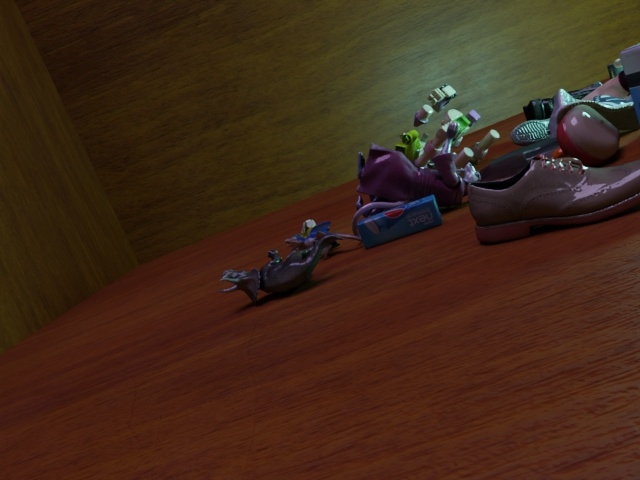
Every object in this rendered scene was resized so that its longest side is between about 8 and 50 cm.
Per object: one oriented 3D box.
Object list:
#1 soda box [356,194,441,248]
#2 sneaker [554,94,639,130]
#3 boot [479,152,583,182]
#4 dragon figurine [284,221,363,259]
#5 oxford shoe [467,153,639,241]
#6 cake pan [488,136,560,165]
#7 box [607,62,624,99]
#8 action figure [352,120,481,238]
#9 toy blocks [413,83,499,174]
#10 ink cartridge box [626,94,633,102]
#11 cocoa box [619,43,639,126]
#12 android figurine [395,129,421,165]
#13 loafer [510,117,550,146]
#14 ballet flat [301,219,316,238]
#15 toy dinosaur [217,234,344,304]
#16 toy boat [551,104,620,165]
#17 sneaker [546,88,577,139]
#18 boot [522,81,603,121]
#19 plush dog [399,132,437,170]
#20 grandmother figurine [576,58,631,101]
[{"bbox_3d":[0.206,-0.048,1.344,0.210,0.071,0.067,-19,10,17],"label":"soda box"},{"bbox_3d":[0.799,-0.374,1.520,0.282,0.099,0.153,-3,24,-7],"label":"sneaker"},{"bbox_3d":[0.478,-0.165,1.205,0.248,0.090,0.207,-25,23,34],"label":"boot"},{"bbox_3d":[0.000,0.000,1.495,0.289,0.085,0.144,-19,10,24],"label":"dragon figurine"},{"bbox_3d":[0.436,-0.098,0.925,0.348,0.130,0.123,-18,11,26],"label":"oxford shoe"},{"bbox_3d":[0.629,-0.241,1.515,0.293,0.054,0.293,-21,10,4],"label":"cake pan"},{"bbox_3d":[1.126,-0.556,1.747,0.232,0.183,0.059,-21,9,11],"label":"box"},{"bbox_3d":[0.280,-0.156,1.422,0.370,0.248,0.276,5,53,14],"label":"action figure"},{"bbox_3d":[0.463,-0.381,1.992,0.288,0.309,0.260,-33,-13,-39],"label":"toy blocks"},{"bbox_3d":[1.009,-0.470,1.519,0.181,0.225,0.056,-24,52,-14],"label":"ink cartridge box"},{"bbox_3d":[1.002,-0.449,1.298,0.347,0.228,0.231,-25,11,-14],"label":"cocoa box"},{"bbox_3d":[0.341,-0.314,2.044,0.056,0.248,0.273,18,28,25],"label":"android figurine"},{"bbox_3d":[0.815,-0.395,1.898,0.251,0.094,0.087,-14,-16,-7],"label":"loafer"},{"bbox_3d":[-0.029,-0.033,1.766,0.077,0.077,0.231,-24,9,-5],"label":"ballet flat"},{"bbox_3d":[-0.077,0.079,1.247,0.313,0.121,0.160,-13,24,22],"label":"toy dinosaur"},{"bbox_3d":[0.660,-0.246,1.318,0.231,0.151,0.151,-34,-15,-53],"label":"toy boat"},{"bbox_3d":[0.797,-0.408,1.712,0.115,0.105,0.281,-48,9,45],"label":"sneaker"},{"bbox_3d":[0.961,-0.514,2.037,0.260,0.131,0.348,-13,4,15],"label":"boot"},{"bbox_3d":[0.389,-0.336,2.261,0.262,0.211,0.225,-13,37,42],"label":"plush dog"},{"bbox_3d":[0.987,-0.511,1.655,0.104,0.208,0.342,9,-24,-23],"label":"grandmother figurine"}]
